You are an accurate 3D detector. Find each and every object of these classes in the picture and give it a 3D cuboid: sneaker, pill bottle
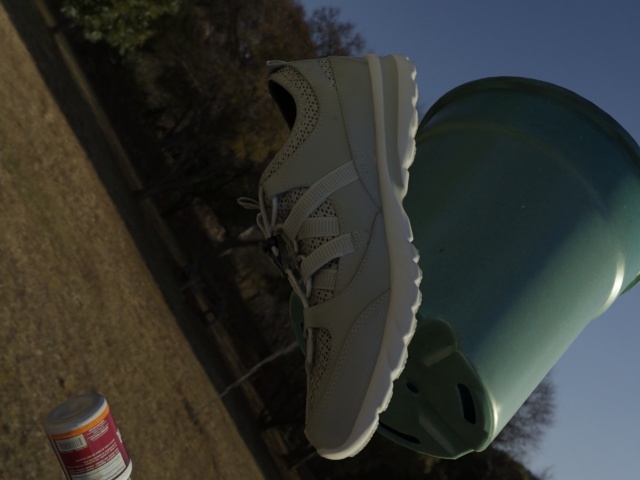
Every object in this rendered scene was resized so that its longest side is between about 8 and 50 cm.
[{"bbox_3d":[0.000,0.000,0.463,0.105,0.115,0.281,106,-12,-64],"label":"sneaker"},{"bbox_3d":[-0.311,0.293,0.946,0.086,0.086,0.152,-140,-147,-69],"label":"pill bottle"}]

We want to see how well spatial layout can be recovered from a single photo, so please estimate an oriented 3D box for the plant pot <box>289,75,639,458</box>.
[{"bbox_3d":[0.163,0.040,0.795,0.341,0.334,0.341,28,-39,25],"label":"plant pot"}]
